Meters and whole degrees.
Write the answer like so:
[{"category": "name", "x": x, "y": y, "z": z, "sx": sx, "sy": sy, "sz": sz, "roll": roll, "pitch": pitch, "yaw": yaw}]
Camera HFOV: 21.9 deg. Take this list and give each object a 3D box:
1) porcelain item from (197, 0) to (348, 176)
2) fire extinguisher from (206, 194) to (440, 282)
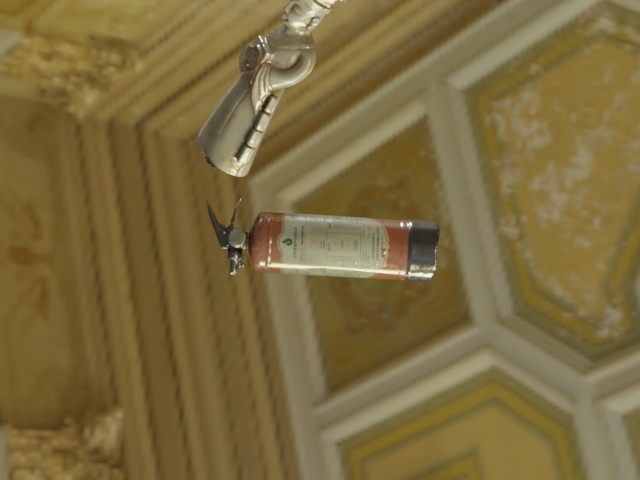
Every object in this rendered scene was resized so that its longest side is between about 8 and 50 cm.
[{"category": "porcelain item", "x": -0.044, "y": -0.162, "z": 1.548, "sx": 0.213, "sy": 0.054, "sz": 0.084, "roll": -57, "pitch": -141, "yaw": 27}, {"category": "fire extinguisher", "x": 0.000, "y": 0.000, "z": 1.255, "sx": 0.050, "sy": 0.177, "sz": 0.062, "roll": 105, "pitch": -11, "yaw": -81}]
